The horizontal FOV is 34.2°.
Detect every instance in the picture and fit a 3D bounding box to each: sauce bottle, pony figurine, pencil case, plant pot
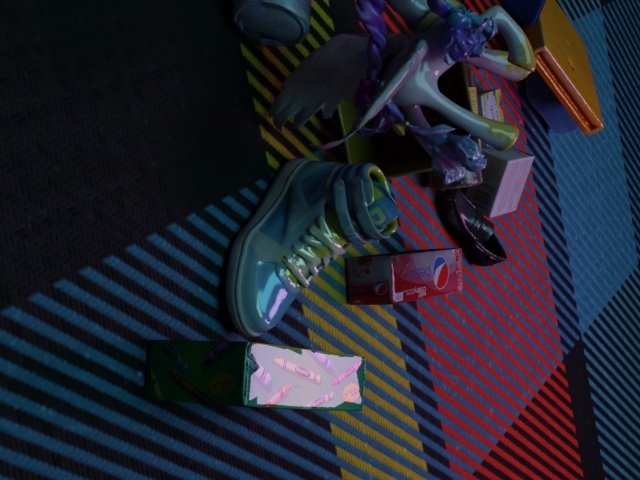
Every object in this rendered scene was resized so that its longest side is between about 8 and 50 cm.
[{"bbox_3d":[0.244,-0.271,1.966,0.111,0.111,0.344,-11,98,-56],"label":"sauce bottle"},{"bbox_3d":[0.126,-0.242,1.496,0.363,0.303,0.351,35,91,-30],"label":"pony figurine"},{"bbox_3d":[-0.047,-0.424,1.545,0.124,0.114,0.273,58,41,-65],"label":"pencil case"},{"bbox_3d":[0.150,-0.223,1.738,0.187,0.212,0.212,-38,117,-76],"label":"plant pot"}]

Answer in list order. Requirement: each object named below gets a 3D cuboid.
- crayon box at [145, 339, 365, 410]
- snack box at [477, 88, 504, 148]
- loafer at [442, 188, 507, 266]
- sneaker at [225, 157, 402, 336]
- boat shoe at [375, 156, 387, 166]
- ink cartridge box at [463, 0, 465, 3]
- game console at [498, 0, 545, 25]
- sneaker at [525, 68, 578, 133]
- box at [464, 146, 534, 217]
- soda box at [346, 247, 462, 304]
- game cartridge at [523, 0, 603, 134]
[{"bbox_3d":[-0.081,0.185,1.407,0.278,0.165,0.081,16,75,-55],"label":"crayon box"},{"bbox_3d":[0.352,-0.242,2.191,0.100,0.037,0.141,-26,110,-52],"label":"snack box"},{"bbox_3d":[0.309,-0.029,2.076,0.223,0.078,0.076,53,46,-40],"label":"loafer"},{"bbox_3d":[0.000,0.000,1.501,0.127,0.208,0.319,54,47,-41],"label":"sneaker"},{"bbox_3d":[0.091,-0.113,1.806,0.100,0.035,0.035,-48,154,-51],"label":"boat shoe"},{"bbox_3d":[0.296,-0.625,2.072,0.255,0.097,0.188,114,-10,-66],"label":"ink cartridge box"},{"bbox_3d":[0.443,-0.632,2.119,0.250,0.173,0.293,-51,165,-46],"label":"game console"},{"bbox_3d":[0.540,-0.351,2.450,0.228,0.087,0.092,49,34,-44],"label":"sneaker"},{"bbox_3d":[0.365,-0.124,2.137,0.137,0.072,0.126,-14,125,-55],"label":"box"},{"bbox_3d":[0.152,0.061,1.826,0.263,0.092,0.083,-4,90,-56],"label":"soda box"},{"bbox_3d":[0.541,-0.436,2.370,0.285,0.053,0.323,43,33,-34],"label":"game cartridge"}]
